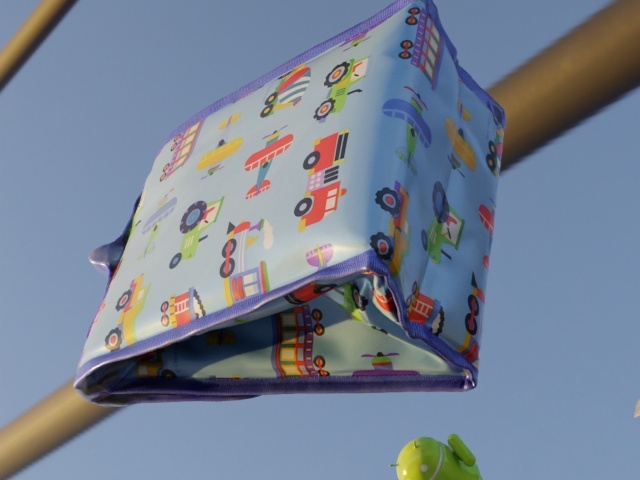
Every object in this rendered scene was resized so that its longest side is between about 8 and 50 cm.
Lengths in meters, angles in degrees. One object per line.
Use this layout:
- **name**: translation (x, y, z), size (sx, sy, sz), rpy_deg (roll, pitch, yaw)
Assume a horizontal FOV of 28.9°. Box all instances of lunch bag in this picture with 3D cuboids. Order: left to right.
- **lunch bag**: translation (-0.043, -0.008, 0.825), size (0.293, 0.221, 0.138), rpy_deg (-12, -43, 30)

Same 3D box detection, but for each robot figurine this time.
- **robot figurine**: translation (0.137, 0.269, 1.427), size (0.115, 0.067, 0.101), rpy_deg (32, -70, -22)

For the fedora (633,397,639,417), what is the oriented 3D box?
- **fedora**: translation (0.502, 0.221, 1.458), size (0.243, 0.124, 0.275), rpy_deg (-18, -16, 29)
